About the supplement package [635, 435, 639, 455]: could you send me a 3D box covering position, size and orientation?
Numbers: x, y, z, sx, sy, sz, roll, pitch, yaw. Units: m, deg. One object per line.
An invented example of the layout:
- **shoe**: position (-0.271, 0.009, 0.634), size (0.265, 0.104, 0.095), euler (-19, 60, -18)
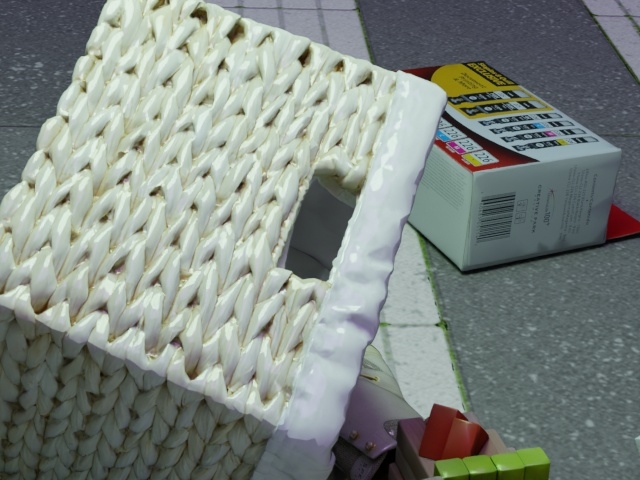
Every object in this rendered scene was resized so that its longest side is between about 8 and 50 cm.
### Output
- **supplement package**: position (0.374, 0.181, 1.186), size (0.179, 0.105, 0.105), euler (-22, 6, -38)

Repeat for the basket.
- **basket**: position (-0.100, 0.040, 1.050), size (0.266, 0.331, 0.328), euler (23, 56, -4)

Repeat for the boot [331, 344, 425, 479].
- **boot**: position (-0.004, 0.171, 1.238), size (0.213, 0.077, 0.165), euler (-11, 34, -25)

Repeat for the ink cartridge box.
- **ink cartridge box**: position (0.217, -0.107, 1.712), size (0.272, 0.130, 0.309), euler (-10, 31, -24)

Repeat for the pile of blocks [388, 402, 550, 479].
- **pile of blocks**: position (0.105, 0.215, 0.939), size (0.149, 0.112, 0.362), euler (6, 28, 8)
